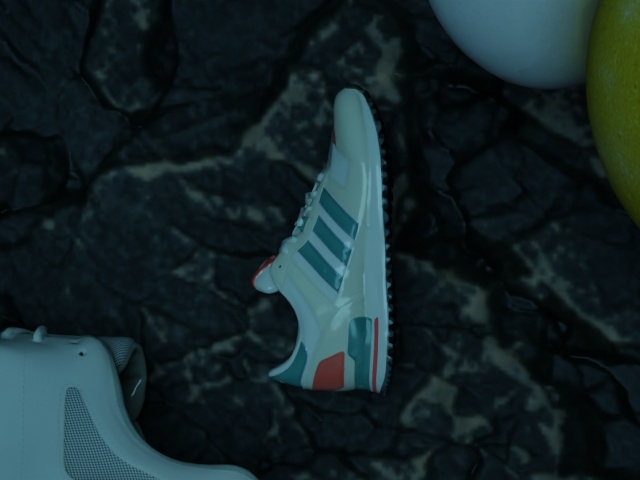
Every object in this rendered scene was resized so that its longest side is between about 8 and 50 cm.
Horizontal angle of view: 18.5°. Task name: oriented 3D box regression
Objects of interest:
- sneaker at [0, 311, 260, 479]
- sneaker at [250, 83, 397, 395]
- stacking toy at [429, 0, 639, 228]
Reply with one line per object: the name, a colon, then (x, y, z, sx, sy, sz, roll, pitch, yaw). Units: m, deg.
sneaker: (-0.168, 0.093, 1.019, 0.330, 0.122, 0.146, 32, 64, 25)
sneaker: (0.000, 0.000, 1.014, 0.075, 0.057, 0.161, -2, 89, 5)
stacking toy: (0.241, -0.066, 0.848, 0.480, 0.350, 0.351, 31, 93, 36)
